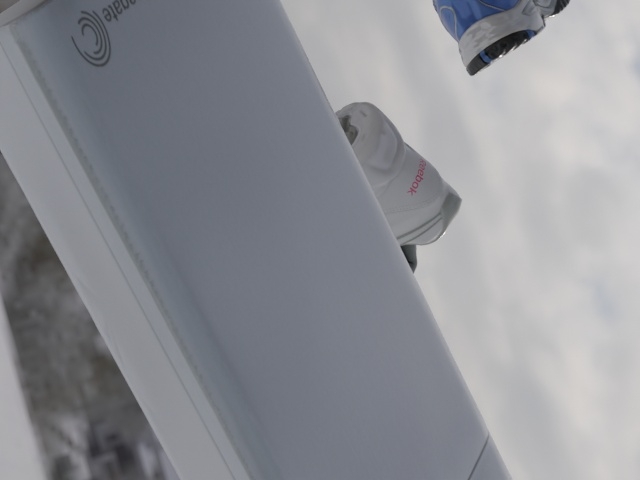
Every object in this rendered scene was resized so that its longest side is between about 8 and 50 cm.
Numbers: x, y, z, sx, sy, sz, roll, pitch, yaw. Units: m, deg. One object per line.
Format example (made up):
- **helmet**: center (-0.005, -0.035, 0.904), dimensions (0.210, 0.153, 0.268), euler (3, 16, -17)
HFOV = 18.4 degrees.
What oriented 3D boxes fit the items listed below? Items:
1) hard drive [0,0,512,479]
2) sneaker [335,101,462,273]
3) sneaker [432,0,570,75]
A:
- **hard drive**: center (-0.022, 0.025, 0.924), dimensions (0.353, 0.047, 0.233), euler (63, 27, -14)
- **sneaker**: center (0.000, 0.000, 1.251), dimensions (0.115, 0.090, 0.232), euler (36, -30, -20)
- **sneaker**: center (0.129, -0.185, 1.456), dimensions (0.081, 0.080, 0.211), euler (56, 15, -5)
